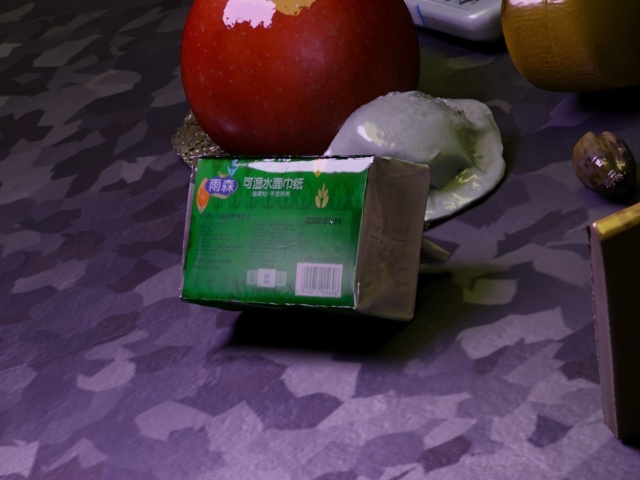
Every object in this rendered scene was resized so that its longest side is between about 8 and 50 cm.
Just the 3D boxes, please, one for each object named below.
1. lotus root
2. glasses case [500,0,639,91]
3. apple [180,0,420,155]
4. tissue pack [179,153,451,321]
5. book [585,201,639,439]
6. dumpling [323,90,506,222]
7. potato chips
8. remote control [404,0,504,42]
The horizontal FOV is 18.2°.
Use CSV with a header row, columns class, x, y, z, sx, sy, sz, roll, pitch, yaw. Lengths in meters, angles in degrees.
class,x,y,z,sx,sy,sz,roll,pitch,yaw
lotus root,0.271,-0.069,1.892,0.054,0.049,0.099,-2,28,-10
glasses case,0.331,-0.280,2.104,0.141,0.173,0.371,-1,35,36
apple,-0.020,-0.205,2.158,0.260,0.216,0.260,-7,28,4
tissue pack,0.000,-0.001,1.867,0.209,0.148,0.156,1,-6,38
book,0.379,-0.003,1.477,0.389,0.269,0.032,-23,52,-8
dumpling,0.087,-0.090,1.997,0.219,0.108,0.153,-35,30,-21
potato chips,-0.108,-0.127,2.297,0.142,0.026,0.209,-13,28,10
remote control,0.142,-0.297,2.391,0.128,0.065,0.335,-33,29,-19
